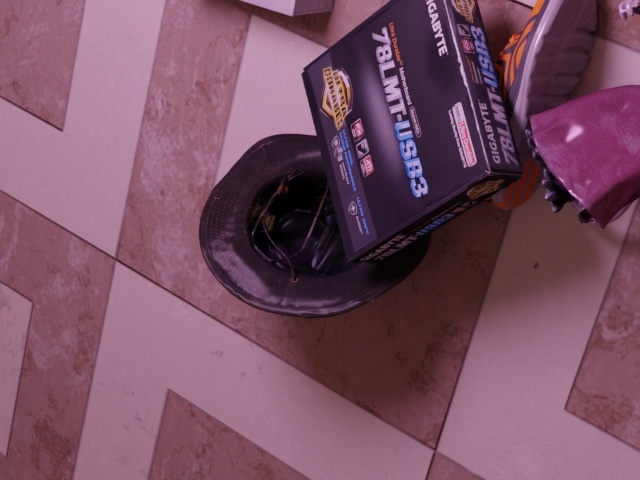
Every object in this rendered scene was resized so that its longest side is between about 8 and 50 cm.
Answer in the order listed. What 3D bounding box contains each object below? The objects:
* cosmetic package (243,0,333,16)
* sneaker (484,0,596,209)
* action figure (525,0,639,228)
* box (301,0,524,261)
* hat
[{"bbox_3d":[-0.100,-0.384,2.160,0.239,0.099,0.060,22,112,31],"label":"cosmetic package"},{"bbox_3d":[0.229,-0.215,1.939,0.180,0.124,0.321,33,111,37],"label":"sneaker"},{"bbox_3d":[0.437,-0.138,1.767,0.370,0.276,0.248,-28,59,13],"label":"action figure"},{"bbox_3d":[0.113,-0.158,1.953,0.293,0.073,0.295,-33,64,47],"label":"box"},{"bbox_3d":[0.000,0.000,2.142,0.331,0.331,0.134,34,160,26],"label":"hat"}]
